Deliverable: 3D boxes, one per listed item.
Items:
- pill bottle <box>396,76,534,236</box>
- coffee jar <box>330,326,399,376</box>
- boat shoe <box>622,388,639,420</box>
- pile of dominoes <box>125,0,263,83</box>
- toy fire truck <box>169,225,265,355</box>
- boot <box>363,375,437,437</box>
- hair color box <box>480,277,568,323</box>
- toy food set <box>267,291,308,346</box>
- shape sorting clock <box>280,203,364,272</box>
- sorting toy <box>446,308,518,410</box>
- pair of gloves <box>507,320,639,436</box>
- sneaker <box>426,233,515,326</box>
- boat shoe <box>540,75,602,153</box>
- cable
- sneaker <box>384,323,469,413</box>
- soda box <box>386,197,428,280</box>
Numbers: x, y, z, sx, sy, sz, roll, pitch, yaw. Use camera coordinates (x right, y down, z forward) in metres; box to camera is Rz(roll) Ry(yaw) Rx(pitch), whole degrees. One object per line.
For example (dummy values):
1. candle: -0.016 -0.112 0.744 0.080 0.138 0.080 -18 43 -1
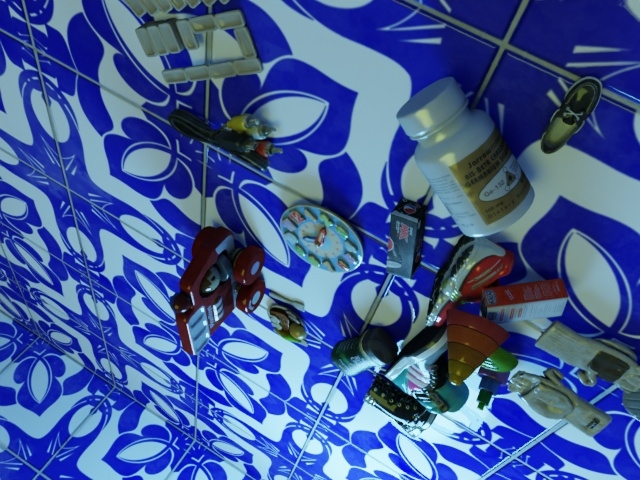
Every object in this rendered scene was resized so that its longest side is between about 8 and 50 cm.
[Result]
1. pill bottle: 0.222 -0.129 0.891 0.131 0.131 0.229 -17 118 47
2. coffee jar: 0.111 0.283 1.455 0.096 0.079 0.184 43 142 -9
3. boat shoe: 0.672 0.314 1.039 0.075 0.083 0.226 10 176 -30
4. pile of dominoes: -0.236 -0.399 1.071 0.250 0.040 0.196 2 131 26
5. toy fire truck: -0.274 0.125 1.452 0.169 0.254 0.302 23 141 17
6. boot: 0.216 0.419 1.511 0.178 0.085 0.236 32 143 10
7. hair color box: 0.366 0.112 1.040 0.141 0.043 0.072 -8 143 4
8. toy food set: -0.097 0.231 1.599 0.132 0.039 0.192 20 140 21
9. shape sorting clock: 0.000 0.000 1.278 0.206 0.040 0.206 22 140 20
10. sorting toy: 0.311 0.263 1.145 0.127 0.126 0.366 16 159 31
11. pair of gloves: 0.500 0.269 1.127 0.204 0.042 0.240 23 129 11
12. sneaker: 0.285 0.099 1.111 0.118 0.107 0.279 19 145 1
13. boat shoe: 0.352 -0.174 0.815 0.046 0.038 0.125 33 143 5
14. cable: -0.197 -0.224 1.213 0.287 0.072 0.139 22 159 38
15. sneaker: 0.270 0.303 1.309 0.178 0.124 0.296 38 150 7
16. soda box: 0.169 0.000 1.133 0.060 0.053 0.169 20 139 21
